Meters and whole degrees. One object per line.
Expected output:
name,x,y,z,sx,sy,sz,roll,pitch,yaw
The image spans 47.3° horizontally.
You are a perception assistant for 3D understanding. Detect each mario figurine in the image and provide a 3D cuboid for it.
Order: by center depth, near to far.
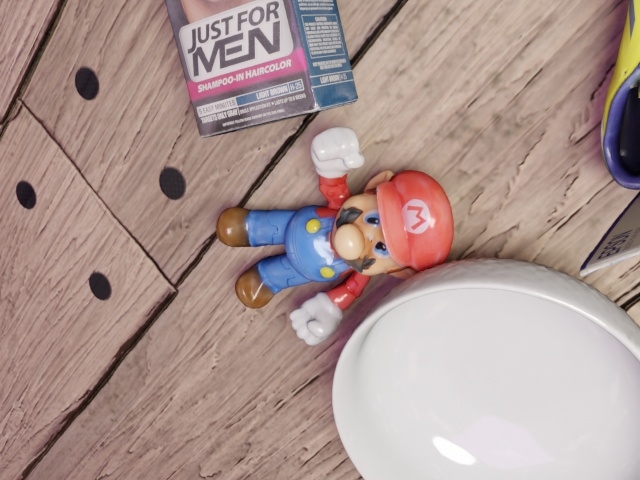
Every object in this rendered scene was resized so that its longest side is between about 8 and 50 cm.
mario figurine,0.000,0.000,0.829,0.321,0.170,0.198,-14,133,41

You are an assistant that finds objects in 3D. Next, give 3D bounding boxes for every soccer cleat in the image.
soccer cleat,0.292,-0.174,0.600,0.093,0.121,0.289,14,127,24

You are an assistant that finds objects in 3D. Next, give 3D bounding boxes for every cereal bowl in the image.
cereal bowl,0.192,0.162,0.773,0.339,0.141,0.339,10,117,20

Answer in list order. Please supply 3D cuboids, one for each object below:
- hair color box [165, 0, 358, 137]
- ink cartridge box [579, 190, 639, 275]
hair color box,-0.089,-0.306,0.828,0.174,0.105,0.347,-8,101,32
ink cartridge box,0.376,-0.051,0.499,0.330,0.324,0.071,-28,88,34
